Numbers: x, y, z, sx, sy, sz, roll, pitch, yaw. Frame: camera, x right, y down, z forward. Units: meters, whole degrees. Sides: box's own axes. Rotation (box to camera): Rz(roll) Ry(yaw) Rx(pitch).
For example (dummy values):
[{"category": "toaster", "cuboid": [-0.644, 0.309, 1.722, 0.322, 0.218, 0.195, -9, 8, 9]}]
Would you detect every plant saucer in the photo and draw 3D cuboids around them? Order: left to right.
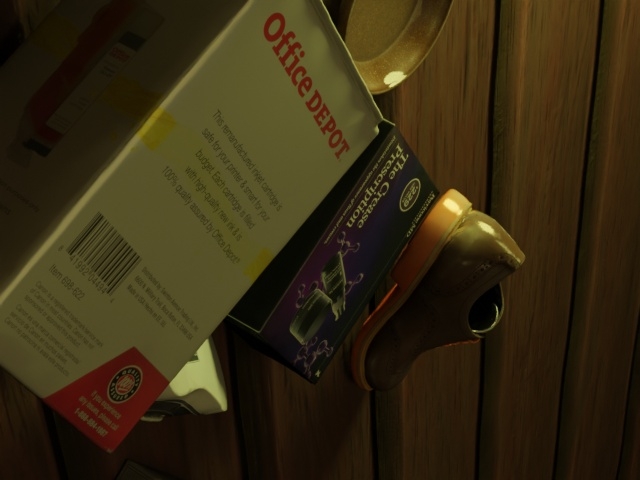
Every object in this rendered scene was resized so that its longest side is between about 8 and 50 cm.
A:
[{"category": "plant saucer", "cuboid": [0.075, -0.250, 1.743, 0.198, 0.036, 0.198, -40, 146, -35]}]

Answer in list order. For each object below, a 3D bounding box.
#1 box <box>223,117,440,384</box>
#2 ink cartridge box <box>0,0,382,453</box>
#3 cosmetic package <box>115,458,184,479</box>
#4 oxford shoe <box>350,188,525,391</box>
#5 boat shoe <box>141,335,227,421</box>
[{"category": "box", "cuboid": [0.000, 0.000, 1.782, 0.261, 0.103, 0.184, -57, 154, -8]}, {"category": "ink cartridge box", "cuboid": [-0.154, -0.052, 1.390, 0.384, 0.160, 0.279, -50, 149, -10]}, {"category": "cosmetic package", "cuboid": [-0.162, 0.318, 1.843, 0.099, 0.060, 0.239, -59, 152, -3]}, {"category": "oxford shoe", "cuboid": [0.134, 0.095, 1.986, 0.130, 0.133, 0.363, -51, 170, -35]}, {"category": "boat shoe", "cuboid": [-0.166, 0.131, 1.628, 0.301, 0.102, 0.108, 19, 55, -81]}]
